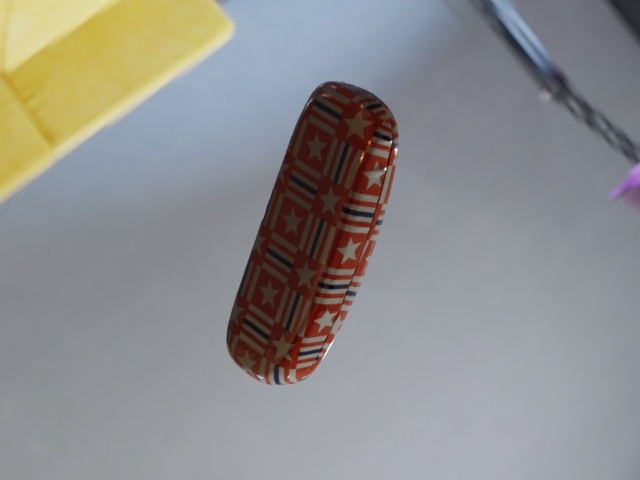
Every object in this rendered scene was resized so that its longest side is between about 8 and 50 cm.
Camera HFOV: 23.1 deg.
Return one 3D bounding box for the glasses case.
[{"bbox_3d":[0.000,0.000,0.960,0.049,0.073,0.194,2,116,-45],"label":"glasses case"}]
